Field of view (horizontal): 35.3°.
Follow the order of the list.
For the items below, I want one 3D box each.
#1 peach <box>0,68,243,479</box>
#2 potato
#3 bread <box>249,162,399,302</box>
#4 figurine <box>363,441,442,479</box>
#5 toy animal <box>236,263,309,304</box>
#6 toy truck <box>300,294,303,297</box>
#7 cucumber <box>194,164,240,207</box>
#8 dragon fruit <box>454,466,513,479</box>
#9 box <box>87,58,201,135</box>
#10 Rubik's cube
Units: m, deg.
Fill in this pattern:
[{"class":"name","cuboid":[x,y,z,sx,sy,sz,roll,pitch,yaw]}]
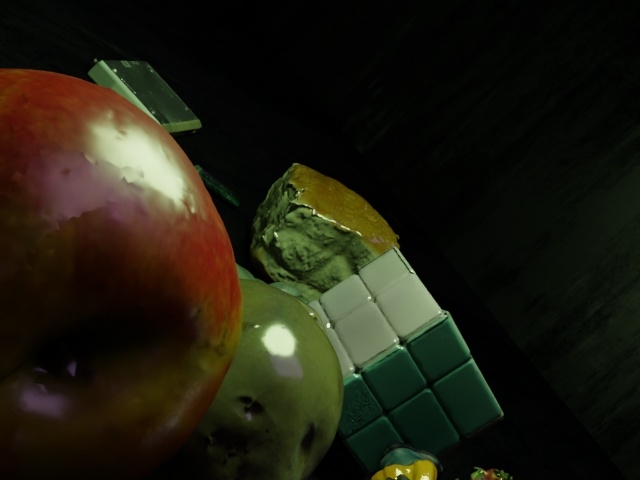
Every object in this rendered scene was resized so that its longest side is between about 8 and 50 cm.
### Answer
[{"class":"peach","cuboid":[-0.254,0.033,0.834,0.388,0.388,0.388,43,14,-14]},{"class":"potato","cuboid":[-0.098,0.163,1.134,0.326,0.243,0.221,-77,147,-67]},{"class":"bread","cuboid":[0.000,0.000,1.890,0.250,0.225,0.279,28,20,-12]},{"class":"figurine","cuboid":[0.091,0.370,1.270,0.204,0.185,0.332,26,14,-20]},{"class":"toy animal","cuboid":[-0.115,0.096,1.512,0.251,0.125,0.127,22,48,-50]},{"class":"toy truck","cuboid":[-0.040,0.140,1.761,0.063,0.052,0.123,51,12,-8]},{"class":"cucumber","cuboid":[-0.204,-0.103,1.997,0.133,0.032,0.032,38,16,-37]},{"class":"dragon fruit","cuboid":[0.277,0.477,1.625,0.137,0.135,0.236,36,38,-33]},{"class":"box","cuboid":[-0.354,-0.293,2.059,0.211,0.045,0.270,48,14,1]},{"class":"Rubik's cube","cuboid":[0.100,0.192,1.504,0.231,0.224,0.221,59,0,-30]}]
